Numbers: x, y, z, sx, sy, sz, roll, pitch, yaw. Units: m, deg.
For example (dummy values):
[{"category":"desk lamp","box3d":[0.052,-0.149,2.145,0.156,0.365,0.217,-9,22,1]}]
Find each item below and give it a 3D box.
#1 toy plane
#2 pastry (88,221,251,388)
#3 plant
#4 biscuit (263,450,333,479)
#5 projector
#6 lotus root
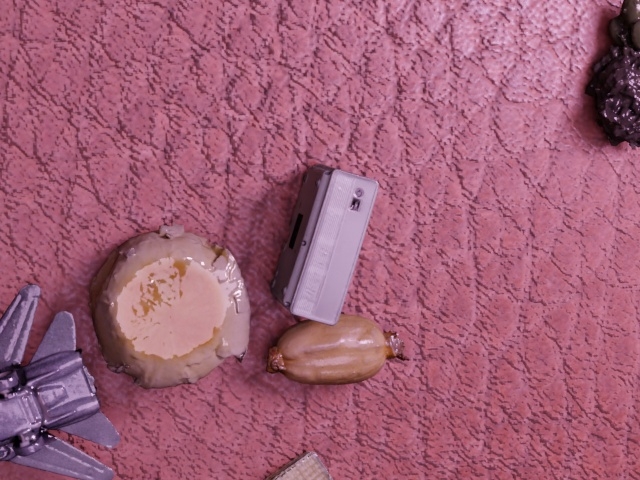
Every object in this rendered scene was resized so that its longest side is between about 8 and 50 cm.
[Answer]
[{"category":"toy plane","box3d":[-0.343,0.178,1.438,0.267,0.088,0.212,-21,99,-9]},{"category":"pastry","box3d":[-0.150,0.066,1.466,0.165,0.088,0.166,-1,97,-11]},{"category":"plant","box3d":[0.325,-0.182,1.544,0.085,0.087,0.174,3,102,-41]},{"category":"biscuit","box3d":[-0.059,0.317,1.535,0.199,0.040,0.121,-33,97,-7]},{"category":"projector","box3d":[0.000,0.000,1.475,0.061,0.115,0.147,17,93,-10]},{"category":"lotus root","box3d":[0.016,0.111,1.517,0.150,0.062,0.073,-5,104,-11]}]
